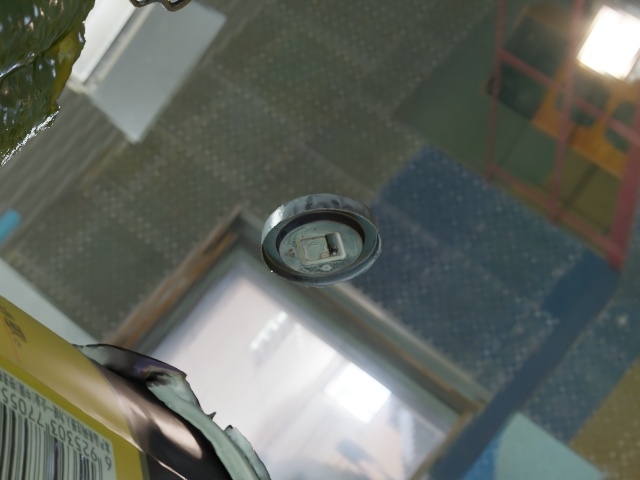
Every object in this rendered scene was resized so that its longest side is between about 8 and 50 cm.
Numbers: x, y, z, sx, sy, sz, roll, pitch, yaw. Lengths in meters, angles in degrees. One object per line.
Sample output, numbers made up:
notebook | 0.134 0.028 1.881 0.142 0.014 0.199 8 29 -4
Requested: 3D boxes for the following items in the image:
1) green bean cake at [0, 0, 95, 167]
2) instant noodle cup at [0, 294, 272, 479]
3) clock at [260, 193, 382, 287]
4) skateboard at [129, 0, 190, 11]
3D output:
green bean cake | -0.261 -0.187 0.692 0.218 0.319 0.335 -63 -12 -72
instant noodle cup | -0.139 0.077 0.397 0.215 0.215 0.236 -49 -35 -13
clock | 0.000 0.000 1.068 0.085 0.017 0.085 -4 -40 -3
skateboard | -0.141 -0.174 0.937 0.151 0.080 0.067 -3 -48 -29
